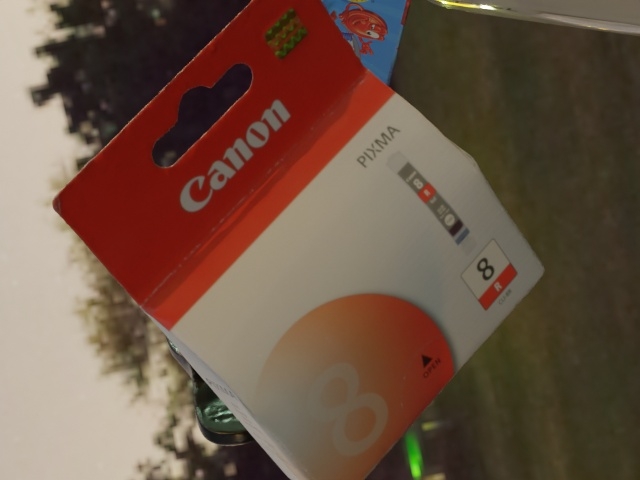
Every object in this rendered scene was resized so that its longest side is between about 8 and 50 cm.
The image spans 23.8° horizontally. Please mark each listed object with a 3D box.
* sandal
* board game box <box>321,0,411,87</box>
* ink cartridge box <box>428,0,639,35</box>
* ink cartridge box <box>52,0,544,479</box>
[{"bbox_3d":[-0.067,0.073,1.024,0.179,0.067,0.040,-117,16,-61],"label":"sandal"},{"bbox_3d":[0.035,-0.250,1.032,0.308,0.086,0.302,-78,1,-48],"label":"board game box"},{"bbox_3d":[0.145,-0.231,0.663,0.197,0.198,0.270,1,-80,-67],"label":"ink cartridge box"},{"bbox_3d":[0.000,0.000,0.623,0.045,0.145,0.179,23,155,52],"label":"ink cartridge box"}]
